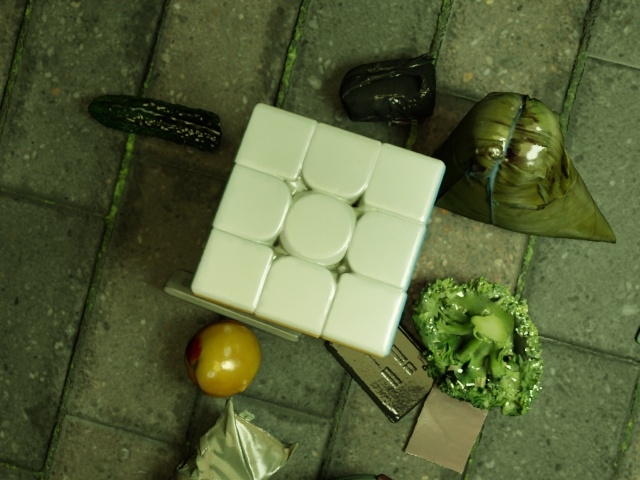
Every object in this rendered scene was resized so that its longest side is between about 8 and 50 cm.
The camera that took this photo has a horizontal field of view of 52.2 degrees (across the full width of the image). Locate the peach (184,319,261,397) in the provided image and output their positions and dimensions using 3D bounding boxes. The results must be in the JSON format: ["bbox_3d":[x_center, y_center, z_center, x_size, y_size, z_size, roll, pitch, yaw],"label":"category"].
[{"bbox_3d":[-0.167,0.201,1.130,0.138,0.138,0.138,0,90,4],"label":"peach"}]

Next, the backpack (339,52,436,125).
[{"bbox_3d":[0.119,-0.251,1.123,0.165,0.120,0.106,-4,131,20],"label":"backpack"}]

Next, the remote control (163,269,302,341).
[{"bbox_3d":[-0.152,0.118,1.167,0.261,0.067,0.029,20,119,3],"label":"remote control"}]

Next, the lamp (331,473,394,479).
[{"bbox_3d":[0.057,0.501,1.075,0.233,0.233,0.265,27,113,3],"label":"lamp"}]

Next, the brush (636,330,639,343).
[{"bbox_3d":[0.618,0.063,1.132,0.062,0.027,0.266,26,92,4],"label":"brush"}]

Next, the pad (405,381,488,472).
[{"bbox_3d":[0.236,0.310,1.164,0.113,0.006,0.188,21,93,-3],"label":"pad"}]

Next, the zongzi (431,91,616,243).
[{"bbox_3d":[0.361,-0.083,1.010,0.360,0.323,0.160,24,84,0],"label":"zongzi"}]

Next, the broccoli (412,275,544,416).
[{"bbox_3d":[0.264,0.173,1.080,0.198,0.226,0.176,-23,131,0],"label":"broccoli"}]

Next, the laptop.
[{"bbox_3d":[0.117,0.216,1.172,0.135,0.016,0.197,-43,87,4],"label":"laptop"}]

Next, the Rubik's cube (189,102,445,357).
[{"bbox_3d":[0.000,0.000,1.023,0.291,0.292,0.290,18,84,2],"label":"Rubik's cube"}]

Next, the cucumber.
[{"bbox_3d":[-0.296,-0.216,1.167,0.265,0.077,0.077,14,91,3],"label":"cucumber"}]

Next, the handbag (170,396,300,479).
[{"bbox_3d":[-0.184,0.410,1.142,0.182,0.117,0.270,40,94,-17],"label":"handbag"}]
